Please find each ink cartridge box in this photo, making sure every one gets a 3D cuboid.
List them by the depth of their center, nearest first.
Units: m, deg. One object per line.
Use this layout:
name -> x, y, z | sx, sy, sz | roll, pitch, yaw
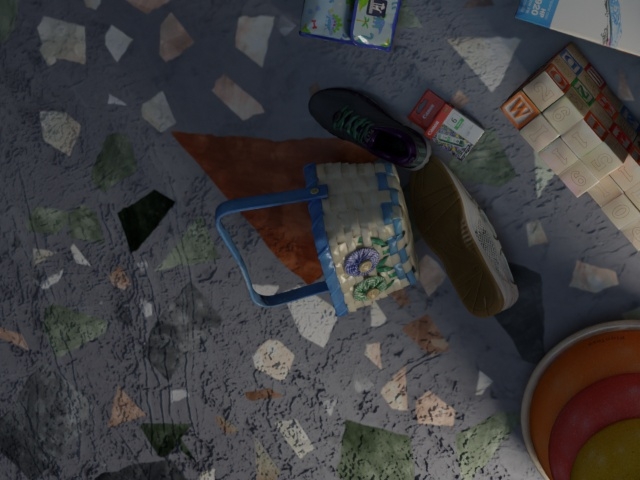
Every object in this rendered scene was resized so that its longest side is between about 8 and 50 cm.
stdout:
ink cartridge box -> 0.416, -0.362, 1.283 | 0.232, 0.171, 0.168 | 20, 109, 10
ink cartridge box -> 0.200, -0.186, 1.462 | 0.115, 0.029, 0.063 | 36, 111, 3

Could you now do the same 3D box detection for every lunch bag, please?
lunch bag -> 0.050, -0.371, 1.424 | 0.151, 0.096, 0.129 | 10, 105, -3

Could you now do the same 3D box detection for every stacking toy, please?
stacking toy -> 0.454, 0.343, 1.296 | 0.350, 0.480, 0.351 | 4, 105, 14

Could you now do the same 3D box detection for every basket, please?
basket -> 0.000, 0.000, 1.441 | 0.289, 0.201, 0.255 | -10, 142, 10

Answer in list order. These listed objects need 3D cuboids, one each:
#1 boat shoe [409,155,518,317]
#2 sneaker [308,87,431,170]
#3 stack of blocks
boat shoe -> 0.234, -0.009, 1.472 | 0.098, 0.096, 0.277 | -33, 75, 41
sneaker -> 0.070, -0.185, 1.448 | 0.223, 0.098, 0.083 | 28, 103, 17
stack of blocks -> 0.412, -0.134, 1.336 | 0.297, 0.171, 0.087 | 49, 127, -2
